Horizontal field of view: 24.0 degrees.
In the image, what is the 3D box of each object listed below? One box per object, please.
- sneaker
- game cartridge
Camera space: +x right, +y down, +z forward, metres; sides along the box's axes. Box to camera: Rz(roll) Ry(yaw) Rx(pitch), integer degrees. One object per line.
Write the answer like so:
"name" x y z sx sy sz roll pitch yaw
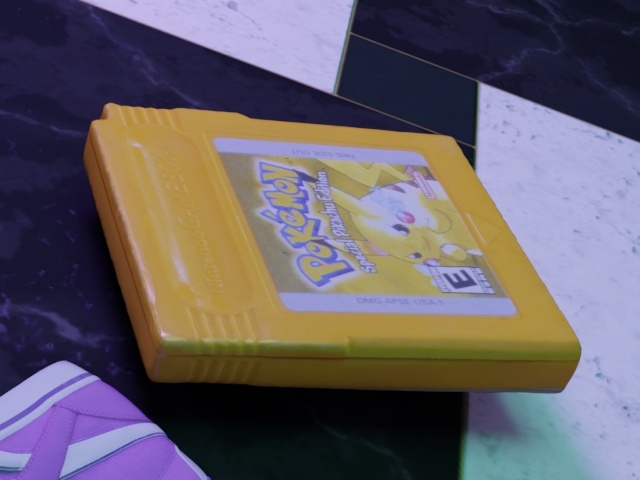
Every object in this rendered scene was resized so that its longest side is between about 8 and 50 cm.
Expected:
"sneaker" -0.154 0.173 0.814 0.161 0.102 0.282 36 35 11
"game cartridge" 0.000 0.000 1.127 0.323 0.053 0.285 5 36 -25
